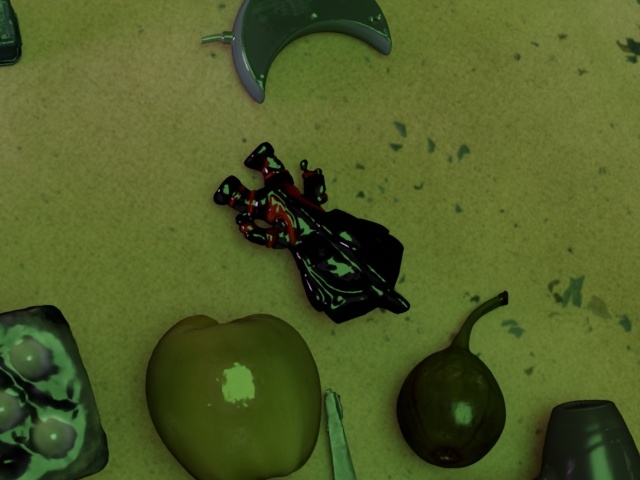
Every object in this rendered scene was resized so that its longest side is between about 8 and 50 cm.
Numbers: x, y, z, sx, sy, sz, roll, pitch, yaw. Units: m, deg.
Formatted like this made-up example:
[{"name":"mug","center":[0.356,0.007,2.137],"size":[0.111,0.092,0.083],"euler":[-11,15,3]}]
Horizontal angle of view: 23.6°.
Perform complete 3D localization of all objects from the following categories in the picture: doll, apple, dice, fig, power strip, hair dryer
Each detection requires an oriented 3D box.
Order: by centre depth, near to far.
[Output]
[{"name":"dice","center":[-0.320,0.171,1.526],"size":[0.183,0.182,0.181],"euler":[-16,87,-17]},{"name":"apple","center":[-0.088,0.163,1.596],"size":[0.200,0.200,0.200],"euler":[3,80,-16]},{"name":"hair dryer","center":[0.198,0.346,1.691],"size":[0.361,0.121,0.301],"euler":[-7,91,-16]},{"name":"doll","center":[0.001,-0.001,1.709],"size":[0.248,0.088,0.127],"euler":[37,93,2]},{"name":"fig","center":[0.163,0.142,1.722],"size":[0.124,0.124,0.236],"euler":[28,57,-10]},{"name":"power strip","center":[-0.031,-0.241,1.756],"size":[0.216,0.044,0.137],"euler":[-21,86,-19]}]

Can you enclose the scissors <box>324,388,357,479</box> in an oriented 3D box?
[{"name":"scissors","center":[0.043,0.340,1.680],"size":[0.191,0.029,0.360],"euler":[-9,86,-16]}]

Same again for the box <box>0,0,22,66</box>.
[{"name":"box","center":[-0.371,-0.225,1.648],"size":[0.099,0.054,0.074],"euler":[-10,85,-18]}]
